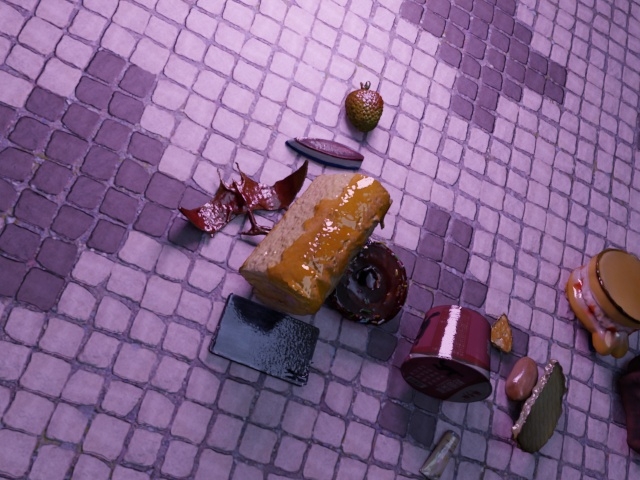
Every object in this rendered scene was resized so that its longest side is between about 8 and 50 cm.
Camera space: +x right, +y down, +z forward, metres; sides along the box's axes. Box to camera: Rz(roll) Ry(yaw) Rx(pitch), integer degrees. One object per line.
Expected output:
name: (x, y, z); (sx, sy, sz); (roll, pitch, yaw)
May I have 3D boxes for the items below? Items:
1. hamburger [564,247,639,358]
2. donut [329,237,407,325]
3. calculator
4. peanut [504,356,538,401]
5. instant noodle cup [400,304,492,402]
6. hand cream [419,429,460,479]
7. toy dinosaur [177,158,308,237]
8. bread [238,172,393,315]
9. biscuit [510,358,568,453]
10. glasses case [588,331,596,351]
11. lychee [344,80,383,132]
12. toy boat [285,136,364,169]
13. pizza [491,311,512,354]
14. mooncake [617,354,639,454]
hamburger: (0.880, 0.192, 1.982); (0.261, 0.186, 0.302); (6, 52, -26)
donut: (0.114, 0.112, 1.726); (0.235, 0.089, 0.235); (7, 72, -22)
calculator: (-0.131, 0.244, 1.614); (0.262, 0.021, 0.161); (26, 65, -16)
peanut: (0.568, 0.391, 1.851); (0.076, 0.076, 0.152); (43, 56, -7)
instant noodle cup: (0.340, 0.289, 1.706); (0.235, 0.235, 0.178); (30, 56, -13)
hand cream: (0.313, 0.556, 1.709); (0.061, 0.039, 0.143); (41, 67, -10)
toy dinosaur: (-0.196, -0.108, 1.645); (0.328, 0.113, 0.206); (5, 72, -21)
bread: (0.000, 0.000, 1.615); (0.375, 0.237, 0.165); (-53, 130, -27)
biscuit: (0.615, 0.481, 1.829); (0.273, 0.036, 0.187); (-48, 125, -28)
glasses case: (0.841, 0.304, 2.029); (0.034, 0.023, 0.083); (20, 67, -15)
lychee: (0.126, -0.381, 1.876); (0.114, 0.114, 0.146); (-4, 95, -25)
toy boat: (0.015, -0.250, 1.823); (0.229, 0.046, 0.080); (14, 72, -22)
pizza: (0.503, 0.266, 1.887); (0.109, 0.026, 0.122); (4, 72, -28)
mooncake: (1.029, 0.510, 1.966); (0.334, 0.174, 0.325); (-30, 85, -26)
